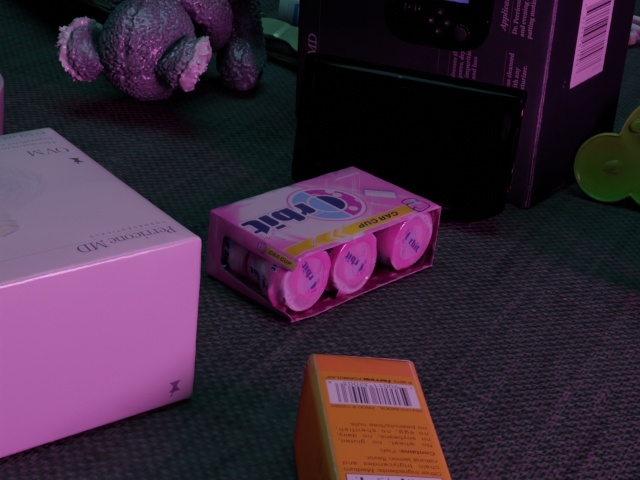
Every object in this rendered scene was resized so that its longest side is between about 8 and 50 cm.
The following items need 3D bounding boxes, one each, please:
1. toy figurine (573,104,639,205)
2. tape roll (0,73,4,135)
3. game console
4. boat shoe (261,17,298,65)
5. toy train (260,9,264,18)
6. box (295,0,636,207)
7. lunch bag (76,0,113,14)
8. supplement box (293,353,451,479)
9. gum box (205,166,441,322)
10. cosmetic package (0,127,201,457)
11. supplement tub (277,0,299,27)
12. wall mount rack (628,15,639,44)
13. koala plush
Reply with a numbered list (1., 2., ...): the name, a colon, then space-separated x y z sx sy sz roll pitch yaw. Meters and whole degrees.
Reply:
1. toy figurine: 0.365 -0.093 1.368 0.173 0.130 0.159 -11 5 22
2. tape roll: -0.419 -0.124 1.261 0.219 0.072 0.219 5 27 -3
3. game console: 0.093 -0.202 1.206 0.213 0.361 0.044 11 18 14
4. boat shoe: -0.030 -0.238 1.614 0.137 0.043 0.049 24 49 31
5. toy train: -0.114 -0.299 1.741 0.083 0.023 0.017 -3 27 -18
6. box: 0.150 -0.260 1.349 0.312 0.343 0.179 25 36 32
7. lunch bag: -0.261 -0.386 1.713 0.287 0.169 0.235 -16 31 -28
8. supplement box: 0.034 0.160 0.778 0.080 0.078 0.233 6 26 -8
9. gum box: 0.000 0.000 1.112 0.107 0.062 0.188 27 33 37
10. cosmetic package: -0.238 0.033 0.909 0.224 0.138 0.225 -15 34 -36
11. supplement tub: 0.000 -0.298 1.712 0.107 0.071 0.071 7 26 3
12. wall mount rack: 0.319 -0.359 1.841 0.350 0.130 0.304 -13 32 -35
13. koala plush: -0.179 -0.234 1.435 0.196 0.203 0.221 13 38 14
